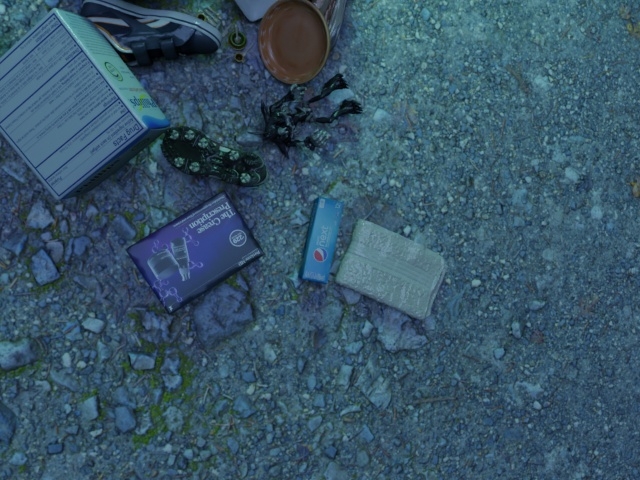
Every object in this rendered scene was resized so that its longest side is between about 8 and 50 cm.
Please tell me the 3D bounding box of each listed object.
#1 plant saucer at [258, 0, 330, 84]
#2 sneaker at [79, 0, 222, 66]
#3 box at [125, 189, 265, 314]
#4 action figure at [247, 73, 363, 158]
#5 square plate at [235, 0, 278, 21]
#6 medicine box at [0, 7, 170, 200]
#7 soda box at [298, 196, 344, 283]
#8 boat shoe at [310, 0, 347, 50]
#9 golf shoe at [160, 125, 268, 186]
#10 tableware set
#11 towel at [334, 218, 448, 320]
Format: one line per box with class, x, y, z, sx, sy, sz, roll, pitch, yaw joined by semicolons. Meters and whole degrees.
plant saucer;-0.061;-0.486;1.278;0.037;0.200;0.200;-34;100;-56
sneaker;-0.395;-0.462;1.210;0.321;0.126;0.128;13;82;-2
box;-0.293;0.026;1.242;0.261;0.103;0.184;-33;99;-11
action figure;-0.040;-0.307;1.283;0.275;0.141;0.164;-32;108;-13
square plate;-0.084;-0.666;1.119;0.347;0.344;0.049;-19;67;15
medicine box;-0.526;-0.282;1.116;0.263;0.149;0.289;-34;101;12
soda box;0.000;0.000;1.322;0.067;0.071;0.210;13;87;-12
boat shoe;0.018;-0.636;1.309;0.116;0.123;0.324;16;84;-10
golf shoe;-0.254;-0.188;1.256;0.272;0.120;0.105;23;91;11
tableware set;-0.249;-0.502;1.293;0.154;0.024;0.104;39;82;-10
towel;0.191;0.081;1.378;0.282;0.049;0.187;23;84;-12
